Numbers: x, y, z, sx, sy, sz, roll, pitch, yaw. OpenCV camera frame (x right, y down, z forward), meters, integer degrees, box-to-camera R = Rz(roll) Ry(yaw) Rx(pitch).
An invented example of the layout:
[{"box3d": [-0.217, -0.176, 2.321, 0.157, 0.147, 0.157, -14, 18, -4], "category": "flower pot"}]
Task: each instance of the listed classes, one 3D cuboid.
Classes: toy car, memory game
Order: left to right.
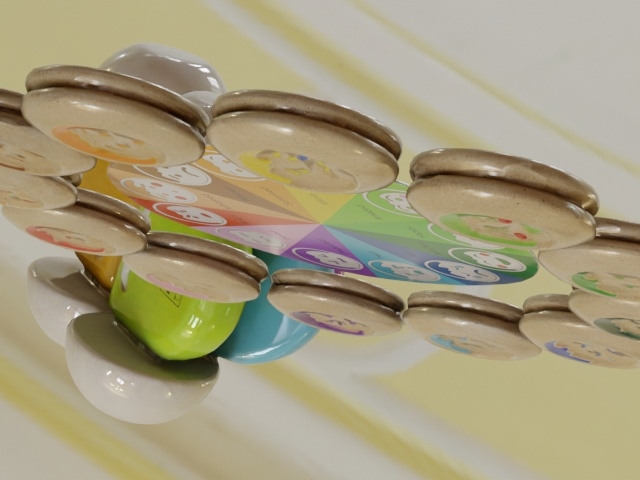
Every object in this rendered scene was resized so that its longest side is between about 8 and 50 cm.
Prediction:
[{"box3d": [-0.056, 0.001, 0.943, 0.136, 0.159, 0.182, 13, -165, -28], "category": "toy car"}, {"box3d": [0.000, 0.000, 0.425, 0.186, 0.186, 0.012, 15, -102, -9], "category": "memory game"}]
